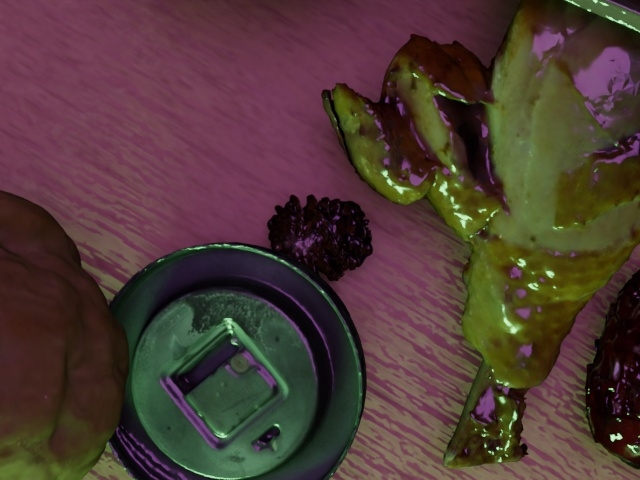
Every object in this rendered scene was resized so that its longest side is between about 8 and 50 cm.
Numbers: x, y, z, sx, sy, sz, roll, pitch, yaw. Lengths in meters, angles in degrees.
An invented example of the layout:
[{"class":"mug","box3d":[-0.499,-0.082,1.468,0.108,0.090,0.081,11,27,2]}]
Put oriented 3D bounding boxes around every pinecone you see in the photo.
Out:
[{"class":"pinecone","box3d":[0.000,0.000,1.173,0.083,0.077,0.077,-5,85,-36]}]

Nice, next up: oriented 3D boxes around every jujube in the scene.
[{"class":"jujube","box3d":[0.261,0.097,1.169,0.104,0.104,0.166,18,76,-2]}]

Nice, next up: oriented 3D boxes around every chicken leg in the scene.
[{"class":"chicken leg","box3d":[0.131,-0.026,1.145,0.295,0.182,0.409,14,99,-5]}]

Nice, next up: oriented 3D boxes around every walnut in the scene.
[{"class":"walnut","box3d":[-0.295,0.078,1.041,0.296,0.285,0.285,37,84,22]}]

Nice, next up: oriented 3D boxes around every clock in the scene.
[{"class":"clock","box3d":[-0.069,0.106,1.140,0.215,0.042,0.215,1,96,12]}]

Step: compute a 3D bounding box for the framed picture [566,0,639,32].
[{"class":"framed picture","box3d":[0.238,-0.234,1.121,0.209,0.019,0.281,26,39,9]}]
